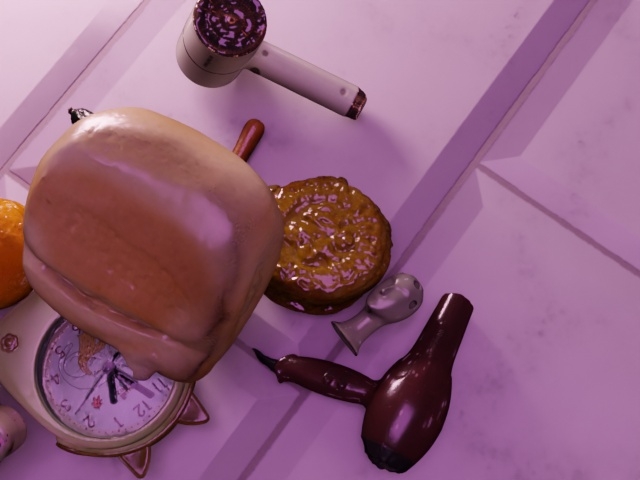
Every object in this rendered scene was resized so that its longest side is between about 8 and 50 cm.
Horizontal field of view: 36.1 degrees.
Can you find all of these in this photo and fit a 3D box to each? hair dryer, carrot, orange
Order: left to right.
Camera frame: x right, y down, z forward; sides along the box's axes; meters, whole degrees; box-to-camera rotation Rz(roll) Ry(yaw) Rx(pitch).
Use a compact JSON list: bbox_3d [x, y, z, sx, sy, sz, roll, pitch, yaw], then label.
[{"bbox_3d":[-0.558,0.020,1.603,0.219,0.219,0.193,-10,111,-2],"label":"orange"},{"bbox_3d":[-0.154,-0.131,1.724,0.037,0.037,0.190,28,80,7],"label":"carrot"},{"bbox_3d":[-0.067,-0.298,1.707,0.362,0.203,0.128,24,77,-13],"label":"hair dryer"},{"bbox_3d":[0.059,0.195,1.623,0.341,0.123,0.312,17,66,16],"label":"hair dryer"}]

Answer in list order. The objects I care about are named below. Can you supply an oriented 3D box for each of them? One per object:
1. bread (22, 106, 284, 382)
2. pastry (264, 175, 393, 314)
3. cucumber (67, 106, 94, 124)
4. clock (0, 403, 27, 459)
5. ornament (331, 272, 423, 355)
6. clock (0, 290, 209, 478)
[{"bbox_3d":[-0.250,-0.014,1.461,0.376,0.253,0.348,27,120,7],"label":"bread"},{"bbox_3d":[0.000,0.000,1.634,0.240,0.132,0.235,0,74,-5],"label":"pastry"},{"bbox_3d":[-0.328,-0.149,1.717,0.294,0.067,0.067,30,78,8],"label":"cucumber"},{"bbox_3d":[-0.632,0.272,1.548,0.309,0.114,0.284,44,106,4],"label":"clock"},{"bbox_3d":[0.097,0.112,1.588,0.156,0.081,0.075,-35,49,-9],"label":"ornament"},{"bbox_3d":[-0.343,0.209,1.601,0.286,0.117,0.348,-40,80,-9],"label":"clock"}]
